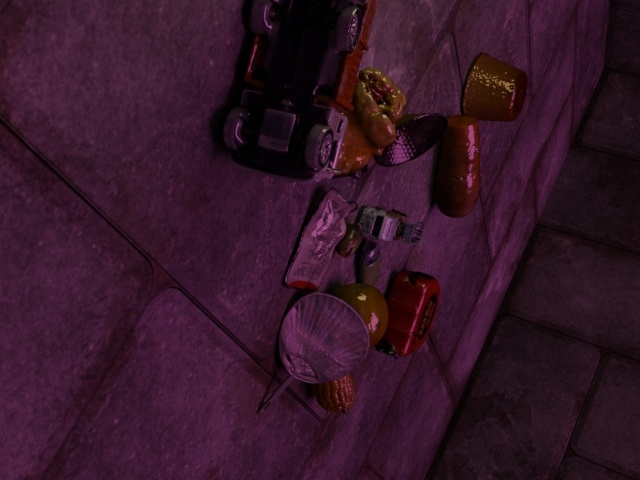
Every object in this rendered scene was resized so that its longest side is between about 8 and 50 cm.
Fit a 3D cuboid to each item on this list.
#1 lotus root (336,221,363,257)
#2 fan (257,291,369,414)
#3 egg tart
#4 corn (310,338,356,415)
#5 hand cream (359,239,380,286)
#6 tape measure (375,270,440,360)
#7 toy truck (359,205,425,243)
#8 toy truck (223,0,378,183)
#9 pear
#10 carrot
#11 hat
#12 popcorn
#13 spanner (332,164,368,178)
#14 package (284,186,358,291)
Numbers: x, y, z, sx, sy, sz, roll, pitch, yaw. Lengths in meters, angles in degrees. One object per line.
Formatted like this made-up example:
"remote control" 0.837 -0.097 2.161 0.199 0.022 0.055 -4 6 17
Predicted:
"lotus root" 0.067 -0.005 1.734 0.054 0.049 0.099 55 53 -36
"fan" -0.001 0.258 1.672 0.223 0.012 0.294 11 100 -25
"egg tart" 0.517 -0.440 2.217 0.202 0.147 0.202 -41 140 -47
"corn" 0.015 0.304 1.796 0.106 0.106 0.305 -54 146 -31
"hand cream" 0.123 0.071 1.913 0.095 0.046 0.175 -53 156 -35
"tape measure" 0.256 0.213 2.204 0.260 0.114 0.253 14 95 -68
"toy truck" 0.169 -0.032 1.845 0.178 0.115 0.080 1 107 -62
"toy truck" -0.013 -0.286 1.229 0.207 0.174 0.387 -1 106 -73
"pear" 0.089 0.178 1.790 0.149 0.149 0.162 -27 109 -56
"carrot" 0.394 -0.204 2.168 0.139 0.139 0.301 -45 138 -42
"hat" 0.199 -0.263 1.791 0.193 0.082 0.193 -24 156 -11
"popcorn" 0.067 -0.216 1.407 0.226 0.203 0.200 -1 99 -45
"spanner" 0.056 -0.152 1.650 0.208 0.012 0.046 -14 120 -60
"package" 0.000 0.000 1.624 0.166 0.040 0.231 16 102 -62
